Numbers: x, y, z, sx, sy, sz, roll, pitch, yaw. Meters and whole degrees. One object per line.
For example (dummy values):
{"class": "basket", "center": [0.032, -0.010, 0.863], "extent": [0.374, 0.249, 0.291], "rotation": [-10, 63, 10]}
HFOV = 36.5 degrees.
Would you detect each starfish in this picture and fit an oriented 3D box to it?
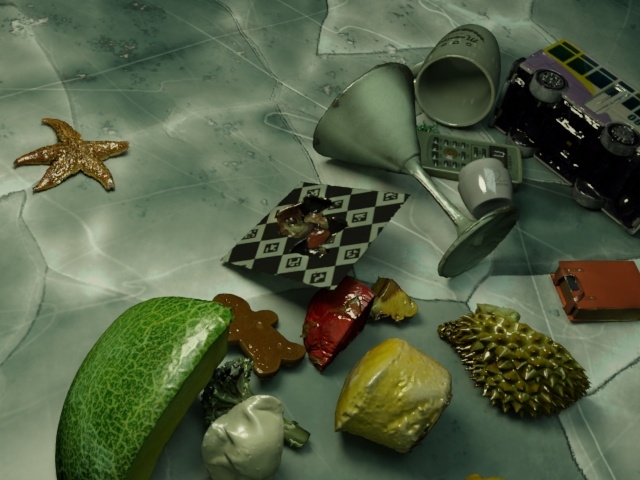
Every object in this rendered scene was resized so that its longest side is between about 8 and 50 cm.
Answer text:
{"class": "starfish", "center": [-0.512, -0.179, 1.993], "extent": [0.227, 0.043, 0.240], "rotation": [-25, 58, -31]}

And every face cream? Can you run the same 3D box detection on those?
{"class": "face cream", "center": [0.358, -0.113, 2.095], "extent": [0.117, 0.117, 0.104], "rotation": [-4, 61, -16]}

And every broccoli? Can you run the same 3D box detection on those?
{"class": "broccoli", "center": [-0.110, 0.291, 1.664], "extent": [0.204, 0.118, 0.122], "rotation": [37, 20, -2]}

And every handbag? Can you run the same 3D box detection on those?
{"class": "handbag", "center": [0.582, 0.103, 2.006], "extent": [0.190, 0.063, 0.127], "rotation": [0, 51, -18]}

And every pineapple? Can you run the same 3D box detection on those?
{"class": "pineapple", "center": [0.124, 0.121, 1.874], "extent": [0.114, 0.077, 0.114], "rotation": [39, 66, 24]}

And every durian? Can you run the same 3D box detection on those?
{"class": "durian", "center": [0.357, 0.213, 1.804], "extent": [0.306, 0.172, 0.166], "rotation": [22, 24, 16]}

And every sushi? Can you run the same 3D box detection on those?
{"class": "sushi", "center": [0.000, 0.000, 1.893], "extent": [0.292, 0.059, 0.294], "rotation": [10, 43, 38]}

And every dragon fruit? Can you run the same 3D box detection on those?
{"class": "dragon fruit", "center": [0.016, 0.143, 1.795], "extent": [0.127, 0.120, 0.161], "rotation": [30, 54, 19]}

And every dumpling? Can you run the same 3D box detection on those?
{"class": "dumpling", "center": [-0.129, 0.331, 1.577], "extent": [0.134, 0.169, 0.100], "rotation": [7, 36, -14]}

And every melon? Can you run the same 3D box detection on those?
{"class": "melon", "center": [-0.297, 0.277, 1.554], "extent": [0.331, 0.226, 0.343], "rotation": [-6, 38, 37]}

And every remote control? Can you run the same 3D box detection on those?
{"class": "remote control", "center": [0.316, -0.187, 2.199], "extent": [0.285, 0.038, 0.123], "rotation": [11, 49, -4]}

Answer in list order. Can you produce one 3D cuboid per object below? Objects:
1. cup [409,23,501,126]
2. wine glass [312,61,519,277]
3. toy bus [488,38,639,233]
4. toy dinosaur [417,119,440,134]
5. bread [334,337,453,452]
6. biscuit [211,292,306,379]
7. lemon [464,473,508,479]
{"class": "cup", "center": [0.304, -0.405, 2.313], "extent": [0.258, 0.186, 0.234], "rotation": [-2, 36, 21]}
{"class": "wine glass", "center": [0.204, -0.135, 2.004], "extent": [0.267, 0.267, 0.406], "rotation": [-25, 66, -30]}
{"class": "toy bus", "center": [0.635, -0.245, 2.215], "extent": [0.249, 0.209, 0.440], "rotation": [-30, 61, -34]}
{"class": "toy dinosaur", "center": [0.250, -0.250, 2.249], "extent": [0.062, 0.021, 0.083], "rotation": [-29, 58, -24]}
{"class": "bread", "center": [0.121, 0.270, 1.675], "extent": [0.170, 0.197, 0.197], "rotation": [29, 50, 2]}
{"class": "biscuit", "center": [-0.127, 0.170, 1.787], "extent": [0.205, 0.031, 0.138], "rotation": [42, 41, 24]}
{"class": "lemon", "center": [0.278, 0.479, 1.530], "extent": [0.187, 0.187, 0.244], "rotation": [-5, 44, -17]}
